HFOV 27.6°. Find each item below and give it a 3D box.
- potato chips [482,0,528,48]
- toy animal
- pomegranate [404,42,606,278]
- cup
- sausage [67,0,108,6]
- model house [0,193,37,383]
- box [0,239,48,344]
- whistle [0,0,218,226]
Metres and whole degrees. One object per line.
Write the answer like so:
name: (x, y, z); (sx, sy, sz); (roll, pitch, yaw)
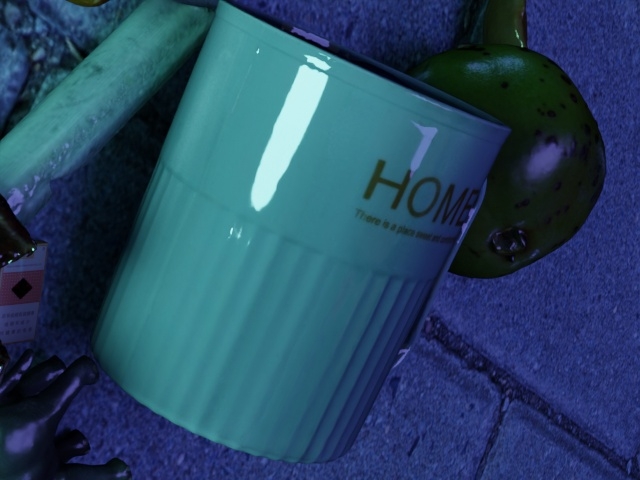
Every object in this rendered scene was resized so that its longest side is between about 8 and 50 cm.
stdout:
potato chips: (0.218, -0.209, 1.496); (0.195, 0.061, 0.208); (-85, 166, -47)
toy animal: (-0.229, 0.205, 1.067); (0.137, 0.082, 0.270); (-30, 130, -41)
pomegranate: (0.162, -0.096, 1.352); (0.254, 0.254, 0.271); (32, 35, -54)
cup: (-0.019, -0.009, 1.105); (0.311, 0.256, 0.331); (-65, 173, 10)
sausage: (-0.189, -0.313, 0.897); (0.076, 0.103, 0.302); (-15, 118, -12)
model house: (-0.280, 0.037, 0.859); (0.141, 0.164, 0.203); (16, 90, -60)
box: (-0.243, 0.042, 1.038); (0.046, 0.012, 0.083); (-4, 107, -52)
whistle: (-0.178, -0.109, 1.025); (0.312, 0.062, 0.062); (-52, 139, -29)
